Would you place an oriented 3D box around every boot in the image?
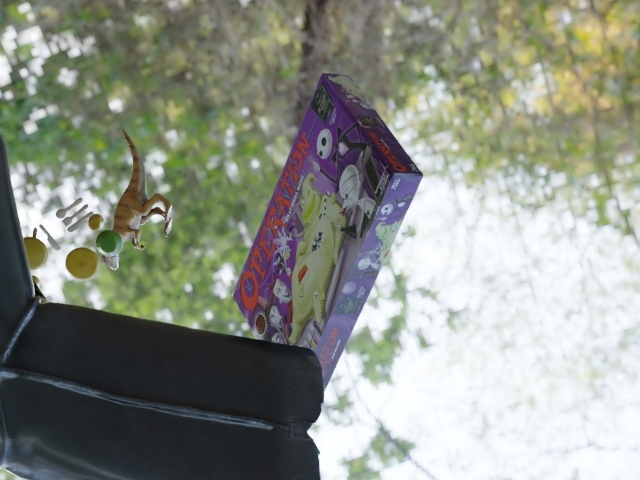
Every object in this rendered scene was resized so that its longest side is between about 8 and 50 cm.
[{"bbox_3d":[-0.202,0.087,1.574,0.445,0.367,0.146,14,161,-17],"label":"boot"}]

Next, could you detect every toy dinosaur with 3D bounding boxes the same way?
[{"bbox_3d":[-0.276,-0.057,2.328,0.112,0.212,0.064,15,176,4],"label":"toy dinosaur"}]

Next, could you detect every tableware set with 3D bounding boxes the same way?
[{"bbox_3d":[-0.354,0.016,2.138,0.154,0.104,0.024,-36,-168,9],"label":"tableware set"}]

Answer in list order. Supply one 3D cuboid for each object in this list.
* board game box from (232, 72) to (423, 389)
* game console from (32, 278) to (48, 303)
[{"bbox_3d":[0.000,0.000,1.860,0.056,0.347,0.208,4,-145,-28],"label":"board game box"},{"bbox_3d":[-0.447,-0.018,1.867,0.044,0.361,0.213,-30,-166,8],"label":"game console"}]
